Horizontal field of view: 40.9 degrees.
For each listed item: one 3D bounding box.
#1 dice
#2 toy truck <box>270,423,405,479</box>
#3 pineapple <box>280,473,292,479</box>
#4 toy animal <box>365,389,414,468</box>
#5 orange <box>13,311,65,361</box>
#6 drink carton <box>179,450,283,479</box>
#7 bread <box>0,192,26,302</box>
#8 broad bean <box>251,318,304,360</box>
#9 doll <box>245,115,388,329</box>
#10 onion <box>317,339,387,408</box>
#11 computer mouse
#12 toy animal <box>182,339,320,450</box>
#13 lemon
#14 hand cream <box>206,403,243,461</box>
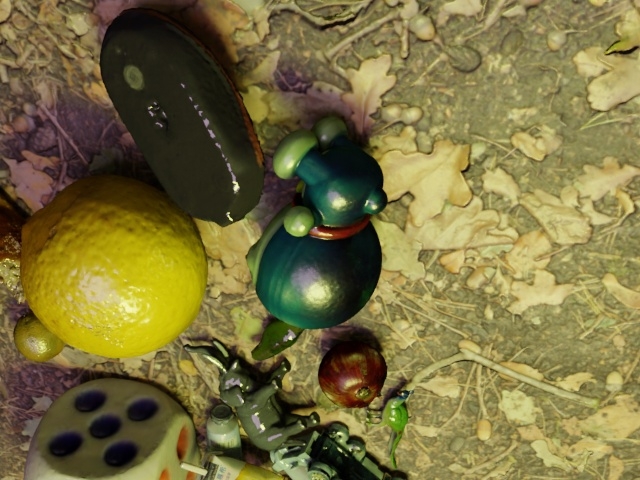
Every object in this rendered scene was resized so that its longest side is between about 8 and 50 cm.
[{"bbox_3d":[-0.371,0.425,1.559,0.243,0.251,0.259,7,124,9],"label":"dice"},{"bbox_3d":[0.036,0.444,1.575,0.256,0.108,0.140,41,134,-13],"label":"toy truck"},{"bbox_3d":[-0.043,0.477,1.661,0.083,0.019,0.045,31,129,-9],"label":"pineapple"},{"bbox_3d":[0.114,0.333,1.520,0.075,0.041,0.217,7,128,0],"label":"toy animal"},{"bbox_3d":[-0.502,0.170,1.525,0.085,0.085,0.095,-18,119,22],"label":"orange"},{"bbox_3d":[-0.173,0.431,1.556,0.200,0.084,0.074,25,167,-20],"label":"drink carton"},{"bbox_3d":[-0.585,-0.037,1.349,0.109,0.185,0.380,-26,114,33],"label":"bread"},{"bbox_3d":[-0.049,0.138,1.425,0.061,0.046,0.195,25,127,-13],"label":"broad bean"},{"bbox_3d":[0.001,0.000,1.230,0.186,0.198,0.322,32,131,23],"label":"doll"},{"bbox_3d":[0.050,0.221,1.418,0.118,0.118,0.117,30,101,-7],"label":"onion"},{"bbox_3d":[-0.181,-0.174,1.189,0.183,0.116,0.323,-20,103,47],"label":"computer mouse"},{"bbox_3d":[-0.111,0.261,1.496,0.137,0.082,0.269,-32,102,26],"label":"toy animal"},{"bbox_3d":[-0.307,0.038,1.285,0.293,0.293,0.293,6,123,9],"label":"lemon"},{"bbox_3d":[-0.185,0.419,1.636,0.091,0.058,0.271,0,127,-2],"label":"hand cream"}]
